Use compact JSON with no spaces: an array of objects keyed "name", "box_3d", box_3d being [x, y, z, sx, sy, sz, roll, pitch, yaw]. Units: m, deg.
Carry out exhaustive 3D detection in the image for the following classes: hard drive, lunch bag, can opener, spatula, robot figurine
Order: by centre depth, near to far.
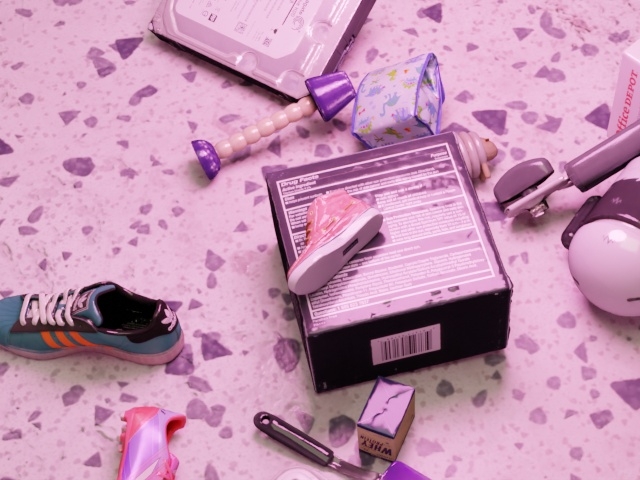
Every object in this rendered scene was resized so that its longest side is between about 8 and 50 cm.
[{"name":"spatula","box_3d":[0.033,0.312,1.880,0.296,0.030,0.084,24,61,19]},{"name":"robot figurine","box_3d":[0.484,-0.013,1.996,0.173,0.209,0.278,43,64,-2]},{"name":"can opener","box_3d":[0.394,-0.117,2.067,0.280,0.074,0.093,-28,77,15]},{"name":"lunch bag","box_3d":[0.127,-0.226,2.191,0.129,0.096,0.151,-13,56,29]},{"name":"hard drive","box_3d":[-0.101,-0.391,2.310,0.339,0.064,0.237,28,87,20]}]

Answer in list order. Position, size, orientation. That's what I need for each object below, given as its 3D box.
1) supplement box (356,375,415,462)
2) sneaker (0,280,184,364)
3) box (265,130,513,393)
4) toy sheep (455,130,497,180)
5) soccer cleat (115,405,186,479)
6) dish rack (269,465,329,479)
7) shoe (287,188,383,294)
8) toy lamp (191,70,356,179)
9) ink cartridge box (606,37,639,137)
[{"name":"supplement box","box_3d":[0.092,0.250,1.887,0.056,0.083,0.083,18,58,16]},{"name":"sneaker","box_3d":[-0.354,0.107,1.995,0.302,0.121,0.108,3,55,6]},{"name":"box","box_3d":[0.097,0.030,1.981,0.296,0.183,0.294,-12,56,-3]},{"name":"toy sheep","box_3d":[0.218,-0.128,2.145,0.132,0.091,0.091,-17,56,-9]},{"name":"soccer cleat","box_3d":[-0.239,0.338,1.855,0.095,0.083,0.248,1,52,-1]},{"name":"dish rack","box_3d":[-0.008,0.459,1.758,0.333,0.072,0.285,35,65,26]},{"name":"shoe","box_3d":[0.000,0.000,1.868,0.081,0.063,0.178,35,60,27]},{"name":"toy lamp","box_3d":[-0.073,-0.192,2.183,0.274,0.080,0.080,-26,57,-1]},{"name":"ink cartridge box","box_3d":[0.591,-0.179,2.079,0.117,0.207,0.283,-38,60,-23]}]
